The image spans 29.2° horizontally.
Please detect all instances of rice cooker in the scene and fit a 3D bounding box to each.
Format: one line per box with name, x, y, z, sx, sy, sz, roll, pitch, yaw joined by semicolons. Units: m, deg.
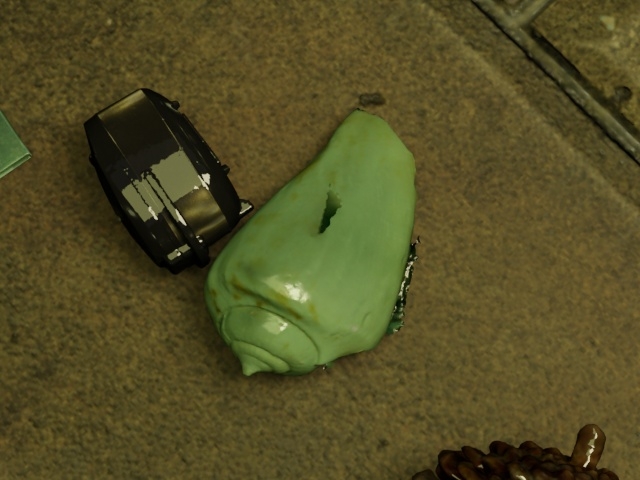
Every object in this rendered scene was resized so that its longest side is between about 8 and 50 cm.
rice cooker;-0.139;-0.053;1.082;0.106;0.112;0.165;-40;82;-10

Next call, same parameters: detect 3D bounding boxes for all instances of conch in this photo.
conch;0.009;0.017;1.073;0.143;0.137;0.250;31;62;33

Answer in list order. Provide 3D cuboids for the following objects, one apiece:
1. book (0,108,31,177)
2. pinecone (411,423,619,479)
book;-0.348;-0.104;1.147;0.103;0.017;0.135;-34;80;-4
pinecone;0.146;0.284;0.953;0.244;0.244;0.309;36;103;8
